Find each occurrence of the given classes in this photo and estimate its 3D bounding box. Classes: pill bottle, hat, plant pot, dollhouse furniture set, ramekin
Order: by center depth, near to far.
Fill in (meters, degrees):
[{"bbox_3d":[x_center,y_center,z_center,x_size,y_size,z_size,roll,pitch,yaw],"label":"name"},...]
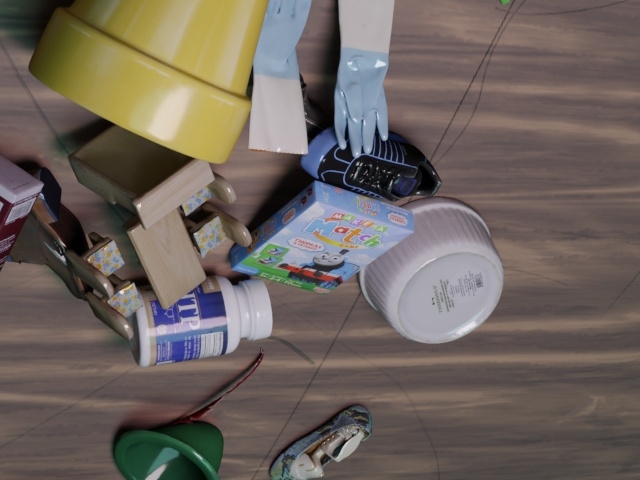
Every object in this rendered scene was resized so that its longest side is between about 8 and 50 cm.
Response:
[{"bbox_3d":[-0.170,-0.247,1.668,0.254,0.254,0.239,22,99,-33],"label":"plant pot"},{"bbox_3d":[-0.195,-0.012,1.821,0.212,0.161,0.242,-38,133,-22],"label":"dollhouse furniture set"},{"bbox_3d":[-0.167,0.106,1.994,0.186,0.112,0.112,-8,127,-17],"label":"pill bottle"},{"bbox_3d":[0.165,0.051,2.091,0.207,0.109,0.207,-11,127,-15],"label":"ramekin"},{"bbox_3d":[-0.179,0.283,2.176,0.208,0.183,0.173,-1,130,32],"label":"hat"}]

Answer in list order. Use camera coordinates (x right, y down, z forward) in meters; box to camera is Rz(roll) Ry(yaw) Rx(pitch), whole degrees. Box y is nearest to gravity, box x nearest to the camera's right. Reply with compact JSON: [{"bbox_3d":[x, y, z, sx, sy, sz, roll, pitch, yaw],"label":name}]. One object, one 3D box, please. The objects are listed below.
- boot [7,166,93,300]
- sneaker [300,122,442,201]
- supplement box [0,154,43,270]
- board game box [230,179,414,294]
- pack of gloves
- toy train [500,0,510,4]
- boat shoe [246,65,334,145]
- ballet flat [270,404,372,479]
[{"bbox_3d":[-0.368,0.000,1.875,0.106,0.082,0.219,-10,130,9],"label":"boot"},{"bbox_3d":[0.073,-0.097,1.904,0.232,0.090,0.081,-4,129,-52],"label":"sneaker"},{"bbox_3d":[-0.452,-0.001,1.787,0.130,0.073,0.239,34,112,7],"label":"supplement box"},{"bbox_3d":[0.000,0.000,1.973,0.160,0.039,0.211,16,144,-30],"label":"board game box"},{"bbox_3d":[-0.004,-0.219,1.824,0.195,0.046,0.232,4,87,-27],"label":"pack of gloves"},{"bbox_3d":[0.230,-0.341,1.894,0.023,0.017,0.083,-27,130,12],"label":"toy train"},{"bbox_3d":[-0.052,-0.188,1.850,0.223,0.080,0.073,27,116,-30],"label":"boat shoe"},{"bbox_3d":[0.003,0.328,2.254,0.188,0.070,0.070,-40,129,9],"label":"ballet flat"}]
